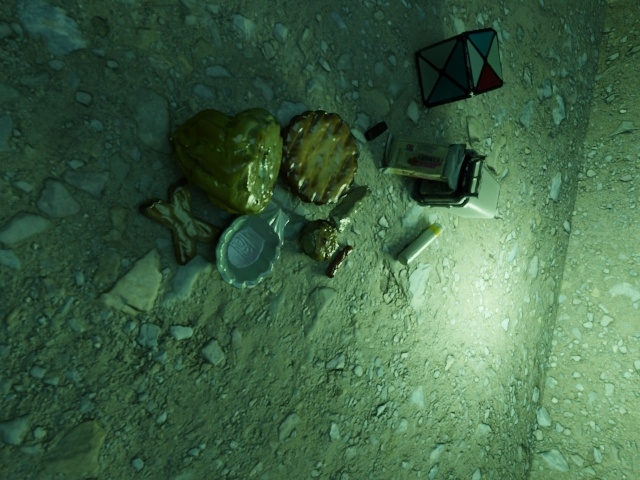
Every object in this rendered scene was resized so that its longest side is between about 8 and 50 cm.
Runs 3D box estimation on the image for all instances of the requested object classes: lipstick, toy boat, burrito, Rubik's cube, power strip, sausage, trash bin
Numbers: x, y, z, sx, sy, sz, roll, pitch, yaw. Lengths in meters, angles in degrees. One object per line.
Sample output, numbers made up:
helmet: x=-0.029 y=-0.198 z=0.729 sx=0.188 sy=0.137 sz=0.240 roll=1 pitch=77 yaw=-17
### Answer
lipstick: x=0.432 y=0.013 z=1.790 sx=0.264 sy=0.059 sz=0.059 roll=-37 pitch=113 yaw=-28
toy boat: x=-0.220 y=0.008 z=1.290 sx=0.199 sy=0.100 sz=0.290 roll=48 pitch=67 yaw=-28
burrito: x=0.108 y=-0.124 z=1.517 sx=0.275 sy=0.059 sz=0.082 roll=-49 pitch=122 yaw=-43
Rubik's cube: x=0.579 y=-0.718 z=1.737 sx=0.250 sy=0.246 sz=0.248 roll=-25 pitch=107 yaw=-32
power strip: x=0.218 y=-0.428 z=1.626 sx=0.111 sy=0.029 sz=0.038 roll=-40 pitch=114 yaw=-30
sausage: x=0.072 y=0.075 z=1.547 sx=0.036 sy=0.042 sz=0.158 roll=32 pitch=66 yaw=14
trash bin: x=0.626 y=-0.224 z=1.788 sx=0.367 sy=0.296 sz=0.256 roll=18 pitch=81 yaw=-41

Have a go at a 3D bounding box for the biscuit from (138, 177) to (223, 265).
biscuit: x=-0.395 y=-0.054 z=1.191 sx=0.164 sy=0.047 sz=0.208 roll=-41 pitch=115 yaw=-26

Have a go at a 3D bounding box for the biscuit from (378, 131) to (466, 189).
biscuit: x=0.404 y=-0.322 z=1.646 sx=0.079 sy=0.309 sz=0.186 roll=37 pitch=68 yaw=-72

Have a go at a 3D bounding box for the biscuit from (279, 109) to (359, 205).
biscuit: x=-0.011 y=-0.283 z=1.423 sx=0.325 sy=0.107 sz=0.326 roll=-4 pitch=98 yaw=-33

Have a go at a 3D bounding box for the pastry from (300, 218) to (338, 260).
pastry: x=-0.002 y=0.000 z=1.460 sx=0.153 sy=0.081 sz=0.153 roll=6 pitch=82 yaw=-47

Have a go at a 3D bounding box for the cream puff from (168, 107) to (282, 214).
cream puff: x=-0.262 y=-0.234 z=1.174 sx=0.324 sy=0.257 sz=0.291 roll=-63 pitch=167 yaw=-58
